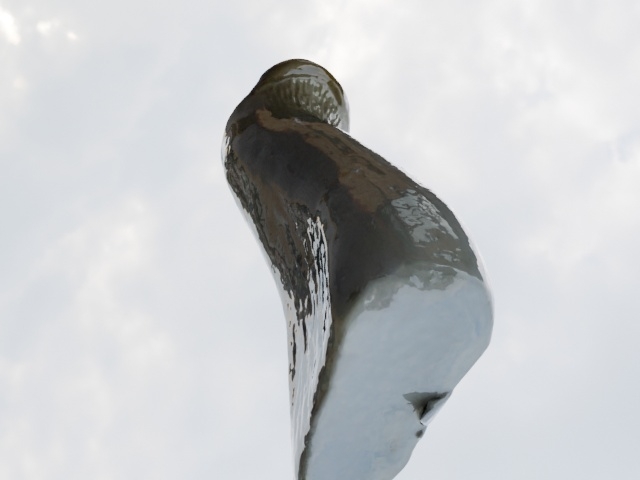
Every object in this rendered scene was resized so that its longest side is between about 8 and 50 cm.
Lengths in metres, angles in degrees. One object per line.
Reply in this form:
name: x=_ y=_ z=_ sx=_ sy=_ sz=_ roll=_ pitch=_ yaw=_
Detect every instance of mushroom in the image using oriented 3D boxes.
mushroom: x=0.000 y=0.000 z=0.650 sx=0.159 sy=0.122 sz=0.329 roll=-39 pitch=-145 yaw=9
